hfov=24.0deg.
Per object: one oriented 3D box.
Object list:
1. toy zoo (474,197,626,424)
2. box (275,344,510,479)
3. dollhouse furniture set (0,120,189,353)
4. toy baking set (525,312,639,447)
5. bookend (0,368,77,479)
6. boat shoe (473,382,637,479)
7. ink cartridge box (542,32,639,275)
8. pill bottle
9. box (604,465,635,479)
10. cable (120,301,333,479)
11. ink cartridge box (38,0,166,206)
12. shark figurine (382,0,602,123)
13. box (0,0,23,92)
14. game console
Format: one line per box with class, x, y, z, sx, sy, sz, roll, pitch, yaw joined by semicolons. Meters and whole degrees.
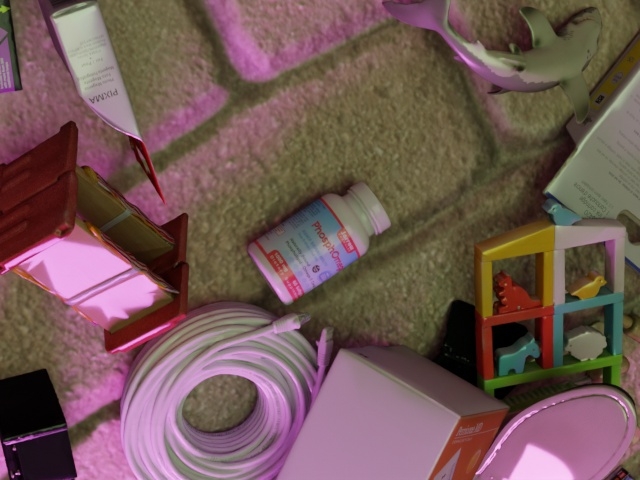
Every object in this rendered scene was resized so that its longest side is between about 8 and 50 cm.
toy zoo;0.286;0.085;1.879;0.192;0.030;0.293;-10;114;-13
box;0.055;0.314;1.807;0.345;0.168;0.215;-64;159;8
dollhouse furniture set;-0.349;0.054;1.652;0.374;0.152;0.201;-27;135;21
toy baking set;0.383;0.187;2.006;0.256;0.030;0.196;34;95;-25
bookend;-0.322;0.252;1.721;0.072;0.156;0.157;-14;112;-14
boat shoe;0.281;0.273;1.896;0.127;0.113;0.340;42;125;8
ink cartridge box;0.463;-0.107;1.917;0.304;0.072;0.307;37;96;-26
pill bottle;0.000;0.000;1.782;0.160;0.087;0.087;-34;115;-5
box;0.394;0.389;2.079;0.137;0.027;0.094;-42;116;-2
cable;-0.117;0.198;1.810;0.257;0.089;0.257;-3;110;-17
ink cartridge box;-0.237;-0.159;1.593;0.066;0.189;0.232;-16;114;-11
shark figurine;0.211;-0.210;1.782;0.278;0.116;0.166;5;72;-28
box;-0.407;-0.207;1.608;0.162;0.029;0.116;-10;111;-14
game console;0.195;0.150;1.941;0.122;0.071;0.107;22;130;-23
